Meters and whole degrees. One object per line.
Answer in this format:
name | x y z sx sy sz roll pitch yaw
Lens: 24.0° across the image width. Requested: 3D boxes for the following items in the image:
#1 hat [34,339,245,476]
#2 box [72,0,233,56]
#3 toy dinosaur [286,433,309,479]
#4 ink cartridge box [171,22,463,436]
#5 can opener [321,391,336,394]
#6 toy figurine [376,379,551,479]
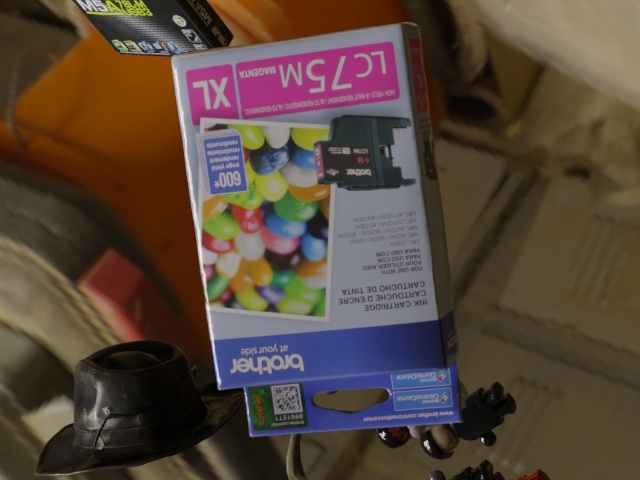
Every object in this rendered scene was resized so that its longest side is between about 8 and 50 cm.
hat | -0.269 0.215 2.090 0.331 0.331 0.133 -2 111 57
box | -0.226 -0.297 1.831 0.191 0.045 0.184 9 152 38
toy dinosaur | -0.010 0.331 1.816 0.268 0.118 0.064 46 132 43
ink cartridge box | 0.000 0.000 1.145 0.186 0.065 0.311 -6 98 16
can opener | -0.038 0.053 1.784 0.074 0.093 0.280 0 117 57
toy figurine | 0.185 0.296 2.007 0.210 0.148 0.213 15 -134 -53
